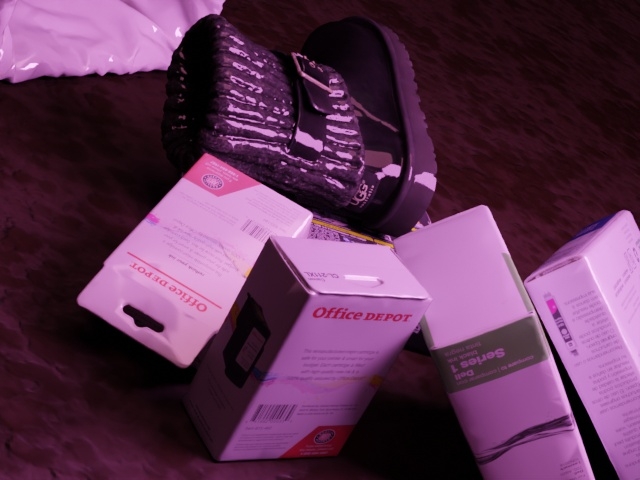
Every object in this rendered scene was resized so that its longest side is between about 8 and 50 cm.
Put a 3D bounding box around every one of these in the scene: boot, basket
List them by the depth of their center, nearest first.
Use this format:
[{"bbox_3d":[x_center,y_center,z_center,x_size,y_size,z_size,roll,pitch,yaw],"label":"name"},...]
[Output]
[{"bbox_3d":[-0.036,-0.158,1.407,0.260,0.131,0.348,17,29,-23],"label":"boot"},{"bbox_3d":[-0.268,-0.378,1.490,0.266,0.328,0.331,38,29,26],"label":"basket"}]

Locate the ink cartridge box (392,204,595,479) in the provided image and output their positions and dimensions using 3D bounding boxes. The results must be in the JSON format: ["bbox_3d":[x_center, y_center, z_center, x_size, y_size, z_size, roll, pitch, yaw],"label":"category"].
[{"bbox_3d":[0.149,0.108,1.174,0.160,0.093,0.219,-105,172,-56],"label":"ink cartridge box"}]

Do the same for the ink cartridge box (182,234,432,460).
[{"bbox_3d":[-0.011,0.087,1.088,0.127,0.175,0.072,6,35,-39],"label":"ink cartridge box"}]

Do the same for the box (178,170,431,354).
[{"bbox_3d":[0.000,0.000,1.380,0.270,0.060,0.216,17,29,-23],"label":"box"}]

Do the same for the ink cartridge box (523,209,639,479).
[{"bbox_3d":[0.315,0.146,1.302,0.330,0.071,0.324,66,20,1],"label":"ink cartridge box"}]

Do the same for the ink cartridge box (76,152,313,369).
[{"bbox_3d":[-0.107,0.030,1.163,0.115,0.067,0.198,30,52,11],"label":"ink cartridge box"}]
